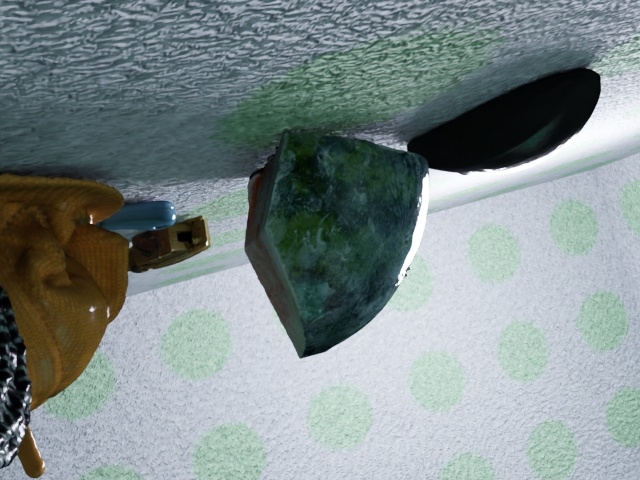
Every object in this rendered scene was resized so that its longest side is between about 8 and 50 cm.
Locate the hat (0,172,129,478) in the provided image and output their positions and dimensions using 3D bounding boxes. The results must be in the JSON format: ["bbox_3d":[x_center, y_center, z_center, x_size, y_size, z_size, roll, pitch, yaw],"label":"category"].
[{"bbox_3d":[-0.264,0.086,0.548,0.233,0.234,0.244,-13,173,-14],"label":"hat"}]

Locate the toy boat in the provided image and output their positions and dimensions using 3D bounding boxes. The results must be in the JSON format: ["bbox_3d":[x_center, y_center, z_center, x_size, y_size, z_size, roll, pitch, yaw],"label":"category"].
[{"bbox_3d":[-0.247,0.010,1.007,0.200,0.057,0.077,-18,171,40],"label":"toy boat"}]

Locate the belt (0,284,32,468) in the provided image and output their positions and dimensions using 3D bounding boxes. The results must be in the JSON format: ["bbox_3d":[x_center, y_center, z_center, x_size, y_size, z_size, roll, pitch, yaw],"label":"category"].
[{"bbox_3d":[-0.267,0.058,0.341,0.149,0.207,0.257,-23,164,-7],"label":"belt"}]

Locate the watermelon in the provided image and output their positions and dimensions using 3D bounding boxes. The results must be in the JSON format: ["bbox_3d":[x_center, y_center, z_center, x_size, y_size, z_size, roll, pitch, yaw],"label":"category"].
[{"bbox_3d":[0.000,0.000,0.780,0.213,0.290,0.319,23,-158,28],"label":"watermelon"}]

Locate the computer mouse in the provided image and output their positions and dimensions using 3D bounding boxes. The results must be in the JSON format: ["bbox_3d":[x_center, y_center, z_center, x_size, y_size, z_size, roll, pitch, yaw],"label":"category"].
[{"bbox_3d":[0.233,-0.128,0.823,0.137,0.087,0.269,-13,176,-38],"label":"computer mouse"}]

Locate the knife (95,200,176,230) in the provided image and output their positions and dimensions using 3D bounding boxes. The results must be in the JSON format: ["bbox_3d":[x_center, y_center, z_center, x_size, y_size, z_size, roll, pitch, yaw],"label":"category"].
[{"bbox_3d":[-0.279,-0.016,0.714,0.244,0.032,0.058,-9,178,-31],"label":"knife"}]
